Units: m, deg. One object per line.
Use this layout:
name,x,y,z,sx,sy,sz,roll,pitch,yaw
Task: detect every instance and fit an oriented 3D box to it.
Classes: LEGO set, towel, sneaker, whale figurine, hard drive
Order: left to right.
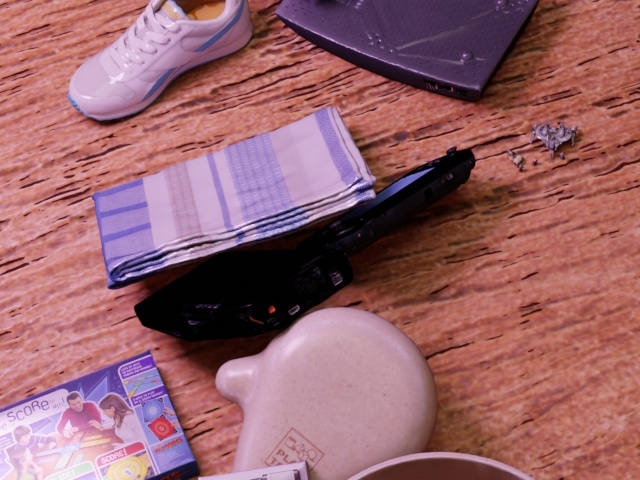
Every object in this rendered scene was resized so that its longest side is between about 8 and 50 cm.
sneaker,-0.181,-0.218,1.991,0.229,0.092,0.087,-34,62,-14
towel,-0.093,-0.050,1.849,0.285,0.034,0.209,-19,29,-1
whale figurine,-0.010,0.189,1.704,0.216,0.141,0.272,38,90,4
hard drive,0.098,-0.251,2.008,0.255,0.054,0.172,23,62,20
LEGO set,0.236,-0.105,1.918,0.054,0.023,0.083,36,67,25

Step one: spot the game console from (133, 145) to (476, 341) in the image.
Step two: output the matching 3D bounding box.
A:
game console,0.000,0.000,1.805,0.361,0.044,0.213,-32,17,-31

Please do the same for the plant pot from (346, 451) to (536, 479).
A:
plant pot,0.100,0.348,1.486,0.256,0.274,0.256,-2,58,3

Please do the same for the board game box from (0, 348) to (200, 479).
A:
board game box,-0.234,0.201,1.758,0.201,0.035,0.136,-21,58,-8

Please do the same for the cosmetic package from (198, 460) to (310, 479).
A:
cosmetic package,-0.042,0.318,1.591,0.099,0.060,0.239,-10,84,2
